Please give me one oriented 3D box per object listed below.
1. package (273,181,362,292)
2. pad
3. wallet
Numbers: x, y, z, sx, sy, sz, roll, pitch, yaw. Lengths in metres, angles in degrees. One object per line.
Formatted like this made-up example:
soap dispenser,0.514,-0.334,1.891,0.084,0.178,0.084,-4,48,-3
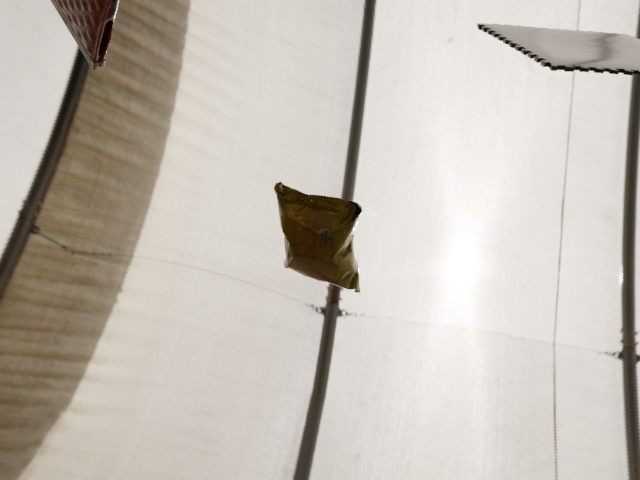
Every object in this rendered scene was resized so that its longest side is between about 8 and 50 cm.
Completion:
package,0.000,0.000,1.309,0.168,0.226,0.090,17,-129,22
pad,0.386,-0.268,1.068,0.269,0.012,0.269,0,-154,-14
wallet,-0.233,-0.257,0.665,0.020,0.103,0.196,-25,-107,-32
